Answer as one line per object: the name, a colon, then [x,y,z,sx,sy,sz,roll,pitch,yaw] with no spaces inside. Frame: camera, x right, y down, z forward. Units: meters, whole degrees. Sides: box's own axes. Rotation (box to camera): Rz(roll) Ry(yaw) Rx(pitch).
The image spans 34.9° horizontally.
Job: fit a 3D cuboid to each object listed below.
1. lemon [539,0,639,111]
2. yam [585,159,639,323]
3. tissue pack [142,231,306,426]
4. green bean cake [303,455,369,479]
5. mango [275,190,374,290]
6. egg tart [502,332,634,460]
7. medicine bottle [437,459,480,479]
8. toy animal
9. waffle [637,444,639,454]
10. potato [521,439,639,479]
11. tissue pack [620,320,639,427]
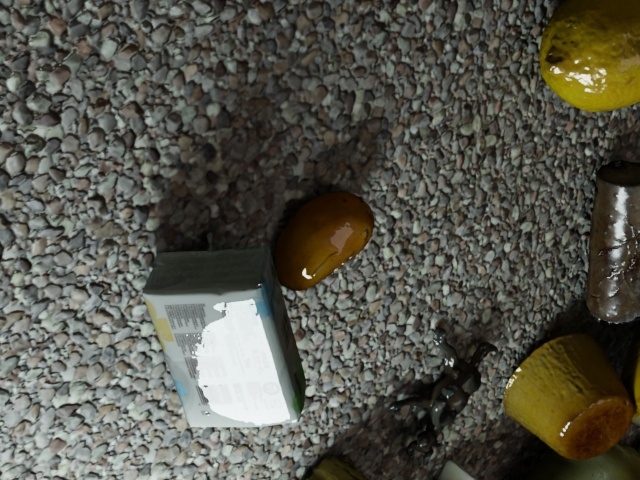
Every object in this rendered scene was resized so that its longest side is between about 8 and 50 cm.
lemon: [0.429,-0.286,1.495,0.257,0.188,0.188,-23,124,-21]
yam: [0.523,-0.001,1.753,0.131,0.131,0.279,-22,124,-27]
tissue pack: [-0.113,0.112,1.319,0.159,0.145,0.229,-5,125,13]
green bean cake: [0.020,0.478,1.605,0.224,0.131,0.229,-43,128,-15]
mango: [0.003,0.000,1.383,0.159,0.084,0.105,-49,126,-7]
egg tart: [0.442,0.283,1.801,0.215,0.171,0.215,-13,128,-17]
medicine bottle: [0.212,0.606,1.742,0.236,0.236,0.406,15,103,-41]
toy animal: [0.201,0.251,1.676,0.232,0.084,0.148,-57,150,-8]
waffle: [0.745,0.527,2.221,0.297,0.073,0.317,-48,125,-16]
potato: [0.481,0.512,1.894,0.326,0.243,0.221,-48,172,13]
tissue pack: [0.673,0.193,1.755,0.382,0.228,0.293,80,30,-73]
